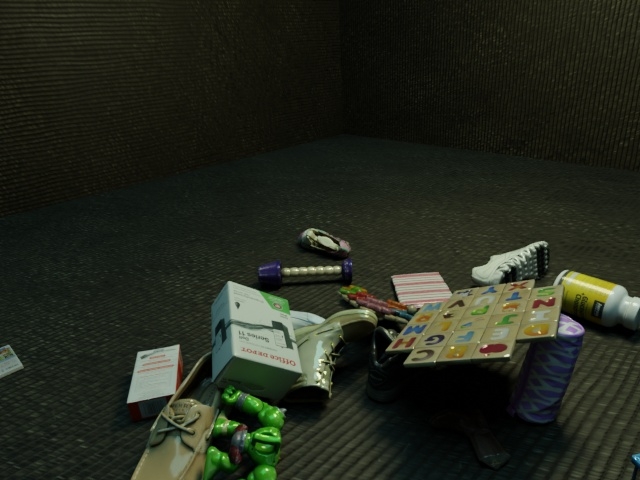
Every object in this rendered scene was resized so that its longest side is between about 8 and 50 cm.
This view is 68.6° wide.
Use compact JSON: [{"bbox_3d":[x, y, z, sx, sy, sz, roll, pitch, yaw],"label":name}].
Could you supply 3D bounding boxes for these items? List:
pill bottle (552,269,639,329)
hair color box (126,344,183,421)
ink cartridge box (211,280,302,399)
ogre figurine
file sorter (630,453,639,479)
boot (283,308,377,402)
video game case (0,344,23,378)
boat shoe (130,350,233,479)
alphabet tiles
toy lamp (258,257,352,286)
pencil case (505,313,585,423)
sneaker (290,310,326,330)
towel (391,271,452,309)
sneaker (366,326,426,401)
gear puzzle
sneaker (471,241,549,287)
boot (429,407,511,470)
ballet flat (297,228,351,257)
[{"bbox_3d":[0.664,0.145,1.127,0.103,0.103,0.184,-21,28,-35],"label":"pill bottle"},{"bbox_3d":[-0.340,0.293,0.981,0.093,0.053,0.167,-9,25,-10],"label":"hair color box"},{"bbox_3d":[-0.133,0.197,0.942,0.153,0.087,0.208,23,28,-28],"label":"ink cartridge box"},{"bbox_3d":[-0.122,0.343,0.774,0.118,0.097,0.197,4,27,2],"label":"ogre figurine"},{"bbox_3d":[0.535,0.358,0.642,0.170,0.104,0.118,-8,23,-11],"label":"file sorter"},{"bbox_3d":[0.021,0.236,0.952,0.213,0.077,0.165,-22,34,17],"label":"boot"},{"bbox_3d":[-0.759,0.290,1.097,0.087,0.011,0.122,-24,31,-39],"label":"video game case"},{"bbox_3d":[-0.242,0.326,0.815,0.121,0.110,0.341,0,23,7],"label":"boat shoe"},{"bbox_3d":[0.289,0.144,0.868,0.285,0.011,0.342,-13,8,33],"label":"alphabet tiles"},{"bbox_3d":[-0.045,0.094,1.380,0.275,0.080,0.080,-2,23,1],"label":"toy lamp"},{"bbox_3d":[0.402,0.228,0.843,0.088,0.206,0.086,-2,20,-18],"label":"pencil case"},{"bbox_3d":[-0.071,0.219,1.101,0.258,0.094,0.091,10,54,23],"label":"sneaker"},{"bbox_3d":[0.277,0.141,1.292,0.144,0.029,0.197,-3,21,1],"label":"towel"},{"bbox_3d":[0.173,0.223,0.983,0.087,0.130,0.227,17,28,36],"label":"sneaker"},{"bbox_3d":[0.137,0.146,1.156,0.175,0.044,0.339,17,-1,-12],"label":"gear puzzle"},{"bbox_3d":[0.548,0.068,1.337,0.292,0.110,0.118,-19,18,-33],"label":"sneaker"},{"bbox_3d":[0.256,0.344,0.809,0.106,0.037,0.114,-8,28,-5],"label":"boot"},{"bbox_3d":[0.000,0.000,1.579,0.221,0.077,0.079,19,-11,36],"label":"ballet flat"}]
